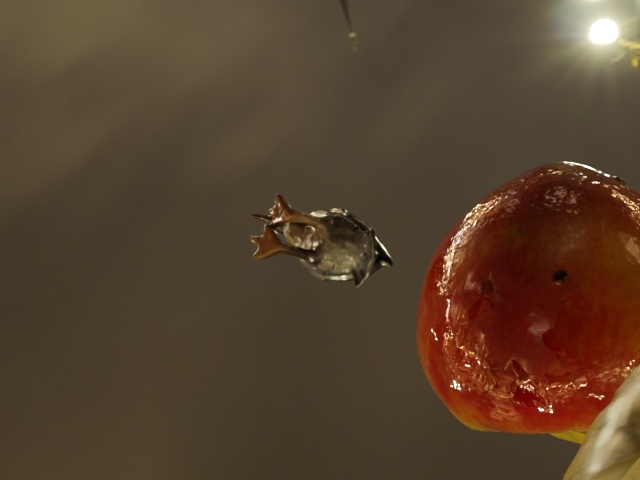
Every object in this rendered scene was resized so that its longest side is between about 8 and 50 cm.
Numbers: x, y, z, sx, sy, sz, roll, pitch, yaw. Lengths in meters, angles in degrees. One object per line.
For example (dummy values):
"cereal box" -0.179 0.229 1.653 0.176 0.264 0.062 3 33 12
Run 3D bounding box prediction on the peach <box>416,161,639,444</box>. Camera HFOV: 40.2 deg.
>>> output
"peach" 0.313 0.083 1.165 0.389 0.388 0.388 -10 -137 9

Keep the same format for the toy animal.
"toy animal" 0.000 0.000 1.389 0.298 0.185 0.122 15 -95 42

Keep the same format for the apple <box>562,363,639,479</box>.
"apple" 0.343 0.173 0.494 0.347 0.391 0.391 34 -120 13
